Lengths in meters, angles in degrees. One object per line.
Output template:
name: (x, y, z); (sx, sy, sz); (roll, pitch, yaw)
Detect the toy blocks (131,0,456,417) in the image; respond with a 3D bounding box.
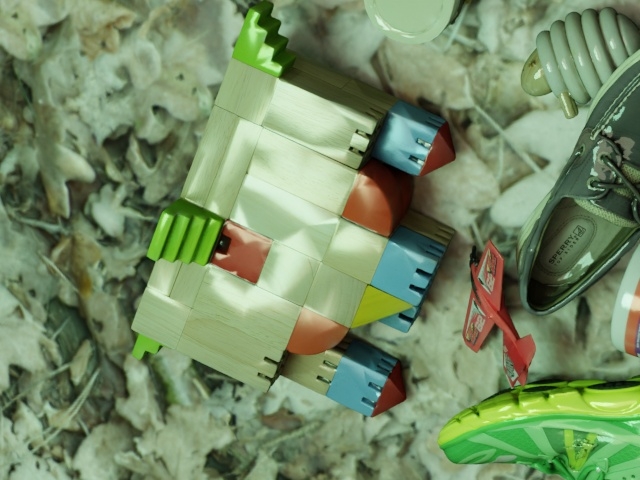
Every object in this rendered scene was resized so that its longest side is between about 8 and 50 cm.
toy blocks: (0.000, 0.000, 1.711); (0.261, 0.191, 0.381); (24, 111, 7)

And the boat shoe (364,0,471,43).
boat shoe: (0.118, -0.331, 1.585); (0.117, 0.097, 0.324); (21, 118, 17)

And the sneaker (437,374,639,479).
sneaker: (0.241, 0.186, 1.653); (0.296, 0.109, 0.123); (-6, 94, 26)

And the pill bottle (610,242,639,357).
pill bottle: (0.356, 0.071, 1.575); (0.194, 0.108, 0.108); (18, 108, 21)

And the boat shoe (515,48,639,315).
boat shoe: (0.251, -0.044, 1.577); (0.103, 0.092, 0.285); (26, 127, -8)

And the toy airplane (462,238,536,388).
toy airplane: (0.162, 0.068, 1.668); (0.028, 0.151, 0.151); (-8, 99, -14)

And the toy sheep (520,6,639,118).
toy sheep: (0.235, -0.158, 1.600); (0.132, 0.091, 0.091); (-20, 92, 13)
